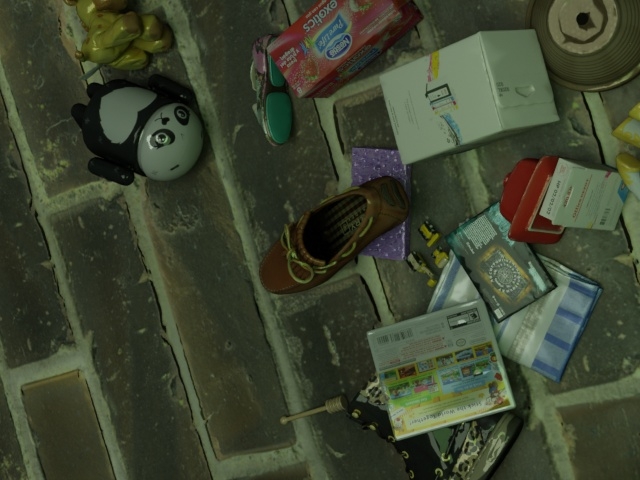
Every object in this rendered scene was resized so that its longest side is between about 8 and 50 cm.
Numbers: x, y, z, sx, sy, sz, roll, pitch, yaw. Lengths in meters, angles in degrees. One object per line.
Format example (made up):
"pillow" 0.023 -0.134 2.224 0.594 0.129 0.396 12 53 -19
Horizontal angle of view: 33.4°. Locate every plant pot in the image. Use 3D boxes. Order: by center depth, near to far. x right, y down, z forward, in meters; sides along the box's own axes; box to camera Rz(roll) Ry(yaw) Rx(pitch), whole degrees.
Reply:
"plant pot" 0.451 -0.369 1.789 0.237 0.109 0.237 3 97 27

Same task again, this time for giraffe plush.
"giraffe plush" -0.432 -0.451 2.190 0.210 0.181 0.171 -23 74 10

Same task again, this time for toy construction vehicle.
"toy construction vehicle" 0.206 0.026 1.994 0.086 0.035 0.098 -54 48 25

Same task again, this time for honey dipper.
"honey dipper" -0.017 0.349 2.159 0.160 0.030 0.031 -23 86 30

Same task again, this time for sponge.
"sponge" 0.115 -0.072 2.037 0.117 0.031 0.210 5 100 27

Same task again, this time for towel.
"towel" 0.346 0.110 1.945 0.285 0.034 0.209 27 109 21

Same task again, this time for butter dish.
"butter dish" 0.369 -0.085 1.860 0.118 0.159 0.160 35 111 43

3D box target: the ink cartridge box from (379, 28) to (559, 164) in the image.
"ink cartridge box" 0.255 -0.246 1.830 0.232 0.171 0.168 -16 89 47

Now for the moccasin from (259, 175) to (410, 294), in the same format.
"moccasin" 0.001 0.003 2.011 0.380 0.147 0.139 -27 77 44

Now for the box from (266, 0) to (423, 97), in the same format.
"box" 0.045 -0.384 1.976 0.257 0.128 0.123 -37 80 25

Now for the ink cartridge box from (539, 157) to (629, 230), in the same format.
"ink cartridge box" 0.437 -0.078 1.788 0.061 0.181 0.104 31 110 45

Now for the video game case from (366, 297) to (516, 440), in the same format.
"video game case" 0.217 0.233 1.933 0.226 0.026 0.206 -17 75 9

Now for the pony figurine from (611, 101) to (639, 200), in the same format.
"pony figurine" 0.651 -0.107 1.663 0.363 0.302 0.351 49 146 9

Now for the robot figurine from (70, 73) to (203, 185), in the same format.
"robot figurine" -0.373 -0.229 2.178 0.278 0.173 0.209 24 109 22

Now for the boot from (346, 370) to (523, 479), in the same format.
"boot" 0.170 0.405 2.011 0.284 0.138 0.377 38 107 16

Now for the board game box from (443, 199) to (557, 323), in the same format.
"board game box" 0.322 0.038 1.910 0.126 0.026 0.186 -35 79 22

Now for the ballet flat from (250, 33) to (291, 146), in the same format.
"ballet flat" -0.103 -0.293 2.100 0.079 0.076 0.222 -3 91 45
